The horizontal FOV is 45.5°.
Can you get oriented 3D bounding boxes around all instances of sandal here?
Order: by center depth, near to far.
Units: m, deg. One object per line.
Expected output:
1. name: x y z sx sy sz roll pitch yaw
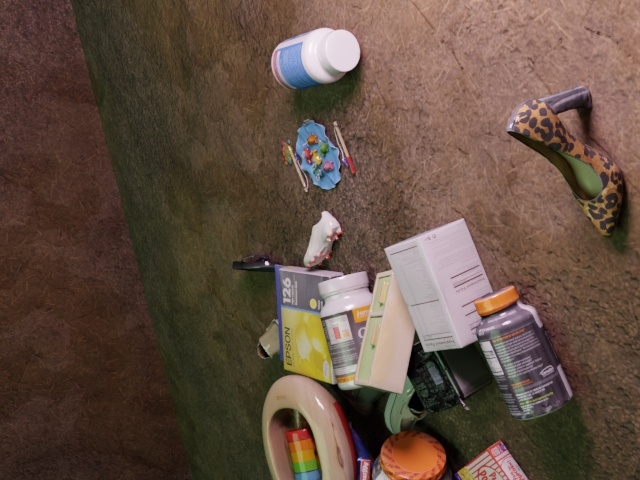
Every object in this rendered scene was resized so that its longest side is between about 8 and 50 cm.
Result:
1. sandal: -0.214 0.069 2.436 0.254 0.097 0.054 -1 81 58

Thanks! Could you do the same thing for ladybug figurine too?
1. ladybug figurine: -0.017 0.598 2.172 0.305 0.162 0.449 -15 84 42

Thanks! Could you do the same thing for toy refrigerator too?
1. toy refrigerator: 0.155 0.210 1.763 0.102 0.094 0.269 158 127 -70

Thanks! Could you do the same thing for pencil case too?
1. pencil case: 0.100 0.652 2.266 0.306 0.133 0.119 52 -171 28

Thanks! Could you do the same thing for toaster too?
1. toaster: 0.283 0.300 1.747 0.186 0.110 0.168 62 150 12

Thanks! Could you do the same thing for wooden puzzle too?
1. wooden puzzle: -0.093 -0.244 2.116 0.049 0.006 0.083 42 141 38

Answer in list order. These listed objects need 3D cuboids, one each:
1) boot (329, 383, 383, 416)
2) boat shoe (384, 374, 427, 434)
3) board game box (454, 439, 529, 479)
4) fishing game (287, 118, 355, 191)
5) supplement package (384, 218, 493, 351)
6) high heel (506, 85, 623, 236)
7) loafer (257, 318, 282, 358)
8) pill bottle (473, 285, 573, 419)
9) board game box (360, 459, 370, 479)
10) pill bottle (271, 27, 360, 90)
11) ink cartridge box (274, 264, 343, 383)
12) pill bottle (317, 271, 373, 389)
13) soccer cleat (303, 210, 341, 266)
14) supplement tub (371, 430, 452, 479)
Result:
1. boot: 0.107 0.377 2.120 0.189 0.076 0.208 39 147 21
2. boat shoe: 0.234 0.408 1.922 0.088 0.096 0.267 45 134 43
3. board game box: 0.408 0.570 1.781 0.147 0.045 0.193 55 147 22
4. fishing game: -0.012 -0.218 1.970 0.264 0.041 0.189 -7 105 59
5. supplement package: 0.263 0.098 1.626 0.139 0.134 0.244 -22 89 60
6. high heel: 0.389 -0.108 1.236 0.093 0.186 0.261 -7 102 59
7. loafer: -0.139 0.321 2.435 0.102 0.092 0.268 52 153 15
8. pill bottle: 0.389 0.215 1.502 0.130 0.130 0.246 -28 84 60
9. board game box: 0.120 0.669 2.027 0.281 0.027 0.145 77 -165 -69
10. pill bottle: -0.010 -0.417 1.752 0.221 0.124 0.124 7 114 58
11. ink cartridge box: -0.050 0.231 2.189 0.307 0.072 0.304 4 100 47
12. pill bottle: 0.090 0.229 1.949 0.162 0.162 0.278 -24 79 60
13. soccer cleat: 0.000 0.000 2.068 0.076 0.068 0.196 60 142 25
14. supplement tub: 0.232 0.670 1.971 0.207 0.207 0.338 35 137 44
